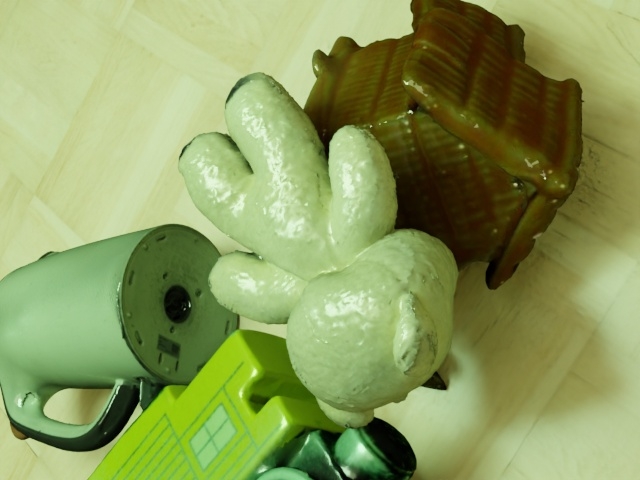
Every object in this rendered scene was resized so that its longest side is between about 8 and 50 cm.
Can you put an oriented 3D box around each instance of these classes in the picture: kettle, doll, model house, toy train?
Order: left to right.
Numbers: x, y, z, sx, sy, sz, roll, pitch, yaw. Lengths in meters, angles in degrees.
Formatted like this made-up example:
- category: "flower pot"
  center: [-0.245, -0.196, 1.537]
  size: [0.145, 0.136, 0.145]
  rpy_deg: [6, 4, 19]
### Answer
- category: "kettle"
  center: [-0.242, 0.106, 0.952]
  size: [0.255, 0.165, 0.240]
  rpy_deg: [-9, 62, 34]
- category: "toy train"
  center: [-0.100, 0.285, 0.817]
  size: [0.442, 0.179, 0.272]
  rpy_deg: [-50, 48, 15]
- category: "doll"
  center: [0.003, -0.003, 0.691]
  size: [0.278, 0.149, 0.175]
  rpy_deg: [55, 151, 16]
- category: "model house"
  center: [0.114, -0.087, 0.761]
  size: [0.229, 0.219, 0.199]
  rpy_deg: [-8, 33, 29]

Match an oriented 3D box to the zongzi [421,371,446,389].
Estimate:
- category: "zongzi"
  center: [0.081, 0.112, 0.805]
  size: [0.067, 0.073, 0.083]
  rpy_deg: [-56, 14, 11]
